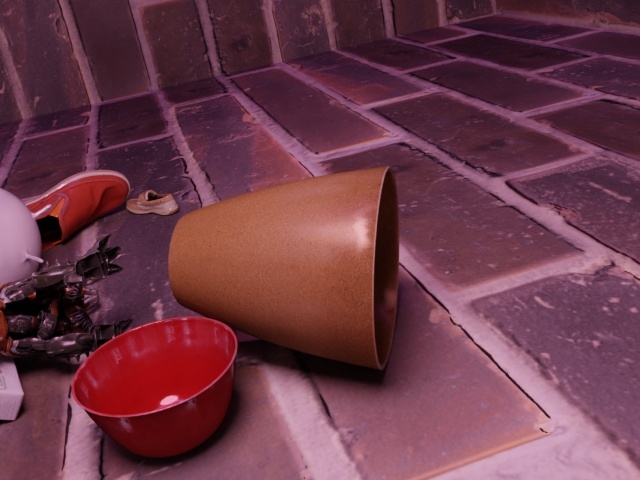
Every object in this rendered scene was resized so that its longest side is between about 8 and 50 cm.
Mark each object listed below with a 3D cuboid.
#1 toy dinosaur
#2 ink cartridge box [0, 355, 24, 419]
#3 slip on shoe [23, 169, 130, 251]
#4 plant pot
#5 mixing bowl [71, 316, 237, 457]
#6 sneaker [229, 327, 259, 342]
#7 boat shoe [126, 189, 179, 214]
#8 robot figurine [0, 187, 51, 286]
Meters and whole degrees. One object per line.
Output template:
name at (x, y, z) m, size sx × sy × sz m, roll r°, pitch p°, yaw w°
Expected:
toy dinosaur at (-0.376, 0.108, 0.933) m, size 0.219 × 0.164 × 0.322 m, roll -11°, pitch 23°, yaw 10°
ink cartridge box at (-0.512, 0.151, 0.885) m, size 0.224 × 0.045 × 0.223 m, roll 17°, pitch 8°, yaw -33°
slip on shoe at (-0.521, -0.043, 1.383) m, size 0.331 × 0.123 × 0.101 m, roll -29°, pitch 54°, yaw -36°
plant pot at (-0.043, 0.026, 0.837) m, size 0.255 × 0.237 × 0.237 m, roll 3°, pitch 27°, yaw 12°
mixing bowl at (-0.172, 0.173, 0.771) m, size 0.182 × 0.098 × 0.181 m, roll -8°, pitch 25°, yaw 4°
sneaker at (-0.093, 0.054, 0.992) m, size 0.095 × 0.104 × 0.236 m, roll -4°, pitch 26°, yaw 11°
boat shoe at (-0.357, -0.083, 1.463) m, size 0.135 × 0.045 × 0.050 m, roll 3°, pitch 28°, yaw 28°
robot figurine at (-0.631, 0.019, 1.166) m, size 0.354 × 0.199 × 0.299 m, roll -11°, pitch 65°, yaw 1°
